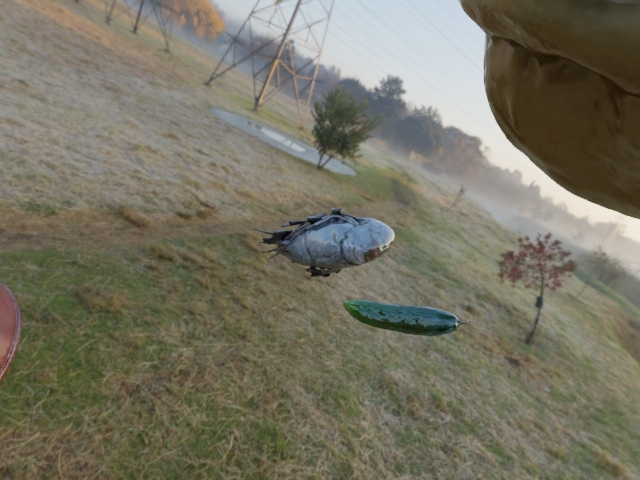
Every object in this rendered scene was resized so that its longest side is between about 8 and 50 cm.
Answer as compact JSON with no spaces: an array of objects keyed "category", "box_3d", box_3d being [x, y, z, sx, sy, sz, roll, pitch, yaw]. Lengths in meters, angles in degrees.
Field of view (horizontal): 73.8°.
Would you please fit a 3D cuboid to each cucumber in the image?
[{"category":"cucumber","box_3d":[0.110,0.103,0.561,0.168,0.039,0.039,5,8,20]}]

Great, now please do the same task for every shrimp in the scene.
[{"category":"shrimp","box_3d":[-0.004,-0.001,0.899,0.343,0.116,0.145,-1,40,36]}]

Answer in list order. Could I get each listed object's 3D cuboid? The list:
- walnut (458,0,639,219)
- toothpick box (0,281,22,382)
[{"category":"walnut","box_3d":[0.311,-0.179,0.335,0.384,0.383,0.383,25,16,-7]},{"category":"toothpick box","box_3d":[-0.388,0.014,0.257,0.204,0.333,0.204,-3,52,3]}]
